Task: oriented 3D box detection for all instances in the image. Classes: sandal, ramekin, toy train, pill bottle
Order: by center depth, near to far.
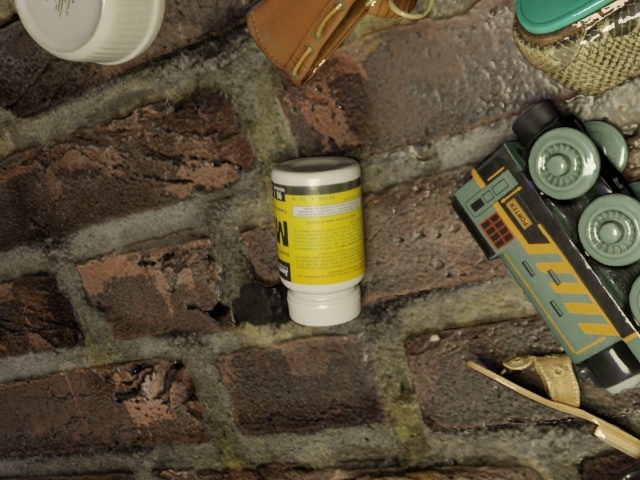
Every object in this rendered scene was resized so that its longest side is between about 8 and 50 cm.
[{"bbox_3d":[0.296,0.010,0.881,0.190,0.142,0.333,-42,76,37],"label":"toy train"},{"bbox_3d":[0.307,0.181,0.994,0.240,0.088,0.079,29,86,9],"label":"sandal"},{"bbox_3d":[0.000,0.000,1.051,0.119,0.119,0.208,4,108,26],"label":"pill bottle"},{"bbox_3d":[-0.333,-0.349,1.114,0.207,0.109,0.207,9,111,25],"label":"ramekin"}]

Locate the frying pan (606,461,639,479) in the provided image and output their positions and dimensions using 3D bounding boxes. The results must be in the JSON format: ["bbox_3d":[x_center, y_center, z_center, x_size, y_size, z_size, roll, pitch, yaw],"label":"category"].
[{"bbox_3d":[0.427,0.245,0.873,0.197,0.053,0.326,37,103,47],"label":"frying pan"}]

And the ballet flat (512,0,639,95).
[{"bbox_3d":[0.412,-0.288,0.722,0.182,0.164,0.483,29,135,-34],"label":"ballet flat"}]

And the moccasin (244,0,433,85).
[{"bbox_3d":[0.070,-0.306,0.898,0.380,0.139,0.147,-32,96,34],"label":"moccasin"}]
